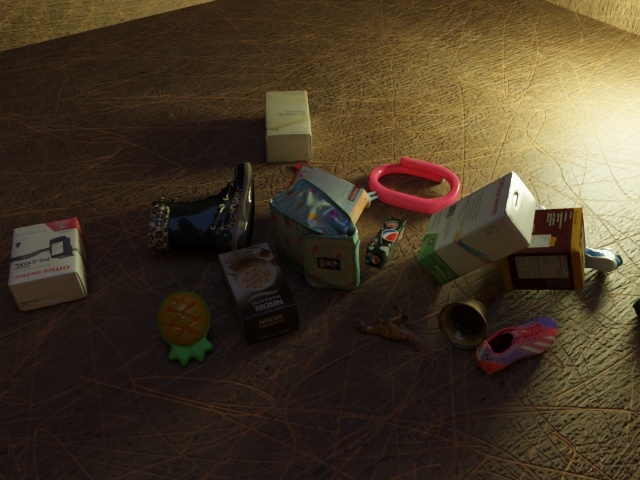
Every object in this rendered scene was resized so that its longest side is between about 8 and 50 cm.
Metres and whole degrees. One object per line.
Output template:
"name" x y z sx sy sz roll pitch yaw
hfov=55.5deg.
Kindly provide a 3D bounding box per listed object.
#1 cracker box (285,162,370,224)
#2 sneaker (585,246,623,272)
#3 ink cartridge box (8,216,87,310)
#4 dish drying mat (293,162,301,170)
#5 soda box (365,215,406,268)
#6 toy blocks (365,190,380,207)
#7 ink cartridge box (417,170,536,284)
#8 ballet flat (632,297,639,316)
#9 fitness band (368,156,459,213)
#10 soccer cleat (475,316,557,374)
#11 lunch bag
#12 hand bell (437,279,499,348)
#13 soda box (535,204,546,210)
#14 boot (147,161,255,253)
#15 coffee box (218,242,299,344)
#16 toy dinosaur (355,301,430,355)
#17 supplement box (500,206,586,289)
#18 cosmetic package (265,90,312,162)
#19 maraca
"cracker box" 0.009 -0.116 1.805 0.232 0.067 0.156 27 85 28
"sneaker" 0.754 0.045 1.683 0.084 0.058 0.152 -12 21 -41
"ink cartridge box" -0.731 0.059 1.642 0.172 0.100 0.237 -12 43 -12
"dish drying mat" -0.052 -0.234 2.038 0.083 0.008 0.032 32 52 30
"soda box" 0.186 0.003 1.728 0.053 0.060 0.169 20 45 20
"toy blocks" 0.097 -0.138 1.893 0.148 0.054 0.123 -20 46 -21
"ink cartridge box" 0.413 -0.030 1.604 0.117 0.278 0.201 45 43 -16
"ballet flat" 0.921 0.129 1.568 0.280 0.095 0.096 -34 61 -19
"fitness band" 0.296 -0.176 1.942 0.290 0.054 0.209 17 47 20
"soccer cleat" 0.472 0.233 1.439 0.248 0.095 0.083 -21 46 -21
"lunch bag" 0.000 0.000 1.612 0.160 0.223 0.262 -36 54 -26
"hand bell" 0.404 0.160 1.542 0.126 0.126 0.242 24 34 25
"soda box" 0.575 -0.053 1.787 0.183 0.063 0.058 -8 42 -8
"boot" -0.340 -0.098 1.798 0.284 0.138 0.377 -1 47 -1
"coffee box" -0.159 0.130 1.559 0.141 0.098 0.246 -16 44 -16
"toy dinosaur" 0.191 0.220 1.496 0.211 0.064 0.112 11 58 27
"supplement box" 0.592 0.021 1.612 0.194 0.129 0.191 -2 38 27
"cosmetic package" -0.116 -0.409 2.159 0.160 0.113 0.309 -3 41 -4
"maraca" -0.327 0.210 1.476 0.127 0.099 0.186 -14 69 -7
